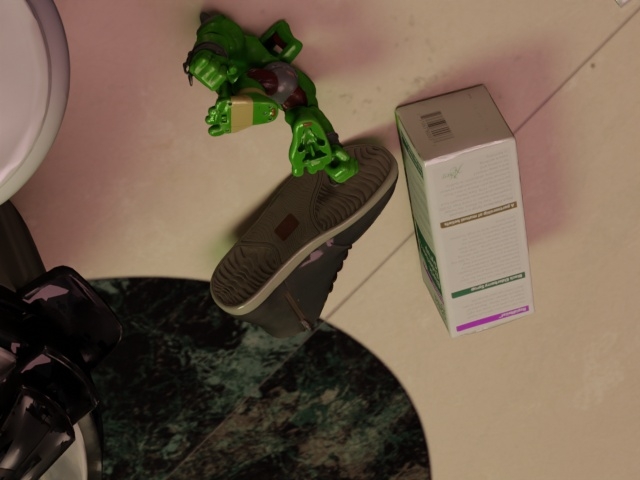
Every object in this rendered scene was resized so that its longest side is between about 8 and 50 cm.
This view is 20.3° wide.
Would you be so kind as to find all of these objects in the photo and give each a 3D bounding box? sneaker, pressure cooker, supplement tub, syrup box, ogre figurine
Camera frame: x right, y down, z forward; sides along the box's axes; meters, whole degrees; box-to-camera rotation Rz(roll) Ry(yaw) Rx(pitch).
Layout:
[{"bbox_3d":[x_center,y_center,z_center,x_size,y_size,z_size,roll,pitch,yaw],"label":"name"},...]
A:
[{"bbox_3d":[0.000,0.000,1.755,0.222,0.083,0.118,-41,148,7],"label":"sneaker"},{"bbox_3d":[-0.378,0.145,1.484,0.375,0.420,0.370,4,116,-24],"label":"pressure cooker"},{"bbox_3d":[-0.300,-0.126,1.297,0.228,0.316,0.228,-2,99,-11],"label":"supplement tub"},{"bbox_3d":[0.144,-0.025,1.756,0.096,0.093,0.237,-16,131,-6],"label":"syrup box"},{"bbox_3d":[-0.047,-0.133,1.590,0.197,0.118,0.097,15,126,-26],"label":"ogre figurine"}]

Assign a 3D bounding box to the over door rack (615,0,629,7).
[{"bbox_3d":[0.280,-0.360,1.519,0.239,0.108,0.324,-37,130,14],"label":"over door rack"}]
